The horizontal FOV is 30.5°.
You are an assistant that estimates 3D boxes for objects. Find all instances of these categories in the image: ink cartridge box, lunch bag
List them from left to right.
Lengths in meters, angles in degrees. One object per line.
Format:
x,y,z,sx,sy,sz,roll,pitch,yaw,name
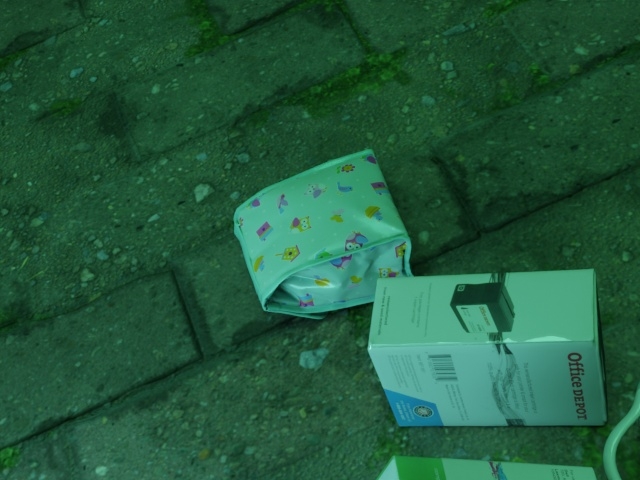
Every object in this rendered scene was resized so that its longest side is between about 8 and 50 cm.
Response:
0.000,0.000,1.917,0.262,0.160,0.223,-17,49,-3,lunch bag
0.189,0.370,1.449,0.278,0.201,0.117,7,48,-19,ink cartridge box
0.243,0.157,1.662,0.307,0.223,0.129,-3,51,16,ink cartridge box

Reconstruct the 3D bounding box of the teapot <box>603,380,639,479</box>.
0.526,0.257,1.504,0.256,0.252,0.187,-11,75,34,teapot
